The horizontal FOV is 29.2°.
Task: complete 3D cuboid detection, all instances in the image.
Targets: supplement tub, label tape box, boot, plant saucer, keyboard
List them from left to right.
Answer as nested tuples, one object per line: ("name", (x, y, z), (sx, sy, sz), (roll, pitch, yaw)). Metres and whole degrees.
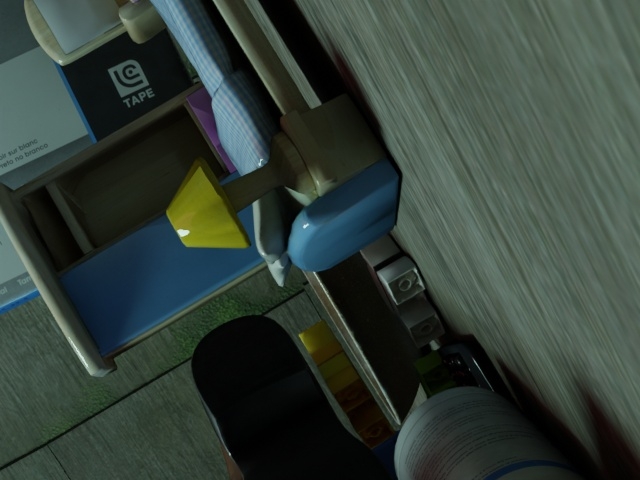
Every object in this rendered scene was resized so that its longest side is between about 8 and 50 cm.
("label tape box", (-0.236, -0.131, 0.913), (0.333, 0.241, 0.106), (64, 176, -1))
("plant saucer", (0.000, 0.000, 0.964), (0.310, 0.050, 0.310), (60, 177, 5))
("boot", (0.018, 0.217, 0.707), (0.264, 0.096, 0.280), (51, 167, 51))
("supplement tub", (0.078, 0.114, 0.538), (0.071, 0.071, 0.107), (60, 178, -19))
("keyboard", (0.109, 0.141, 0.642), (0.192, 0.038, 0.100), (60, 178, 5))

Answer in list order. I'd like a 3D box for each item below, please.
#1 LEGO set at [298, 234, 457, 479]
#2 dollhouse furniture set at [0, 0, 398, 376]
("LEGO set", (0.042, 0.089, 0.769), (0.093, 0.087, 0.227), (55, 174, 51))
("dollhouse furniture set", (-0.117, -0.079, 0.663), (0.286, 0.198, 0.303), (59, 177, 7))
